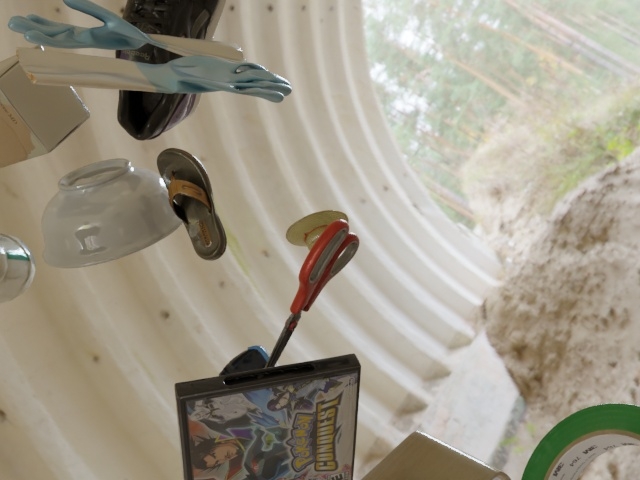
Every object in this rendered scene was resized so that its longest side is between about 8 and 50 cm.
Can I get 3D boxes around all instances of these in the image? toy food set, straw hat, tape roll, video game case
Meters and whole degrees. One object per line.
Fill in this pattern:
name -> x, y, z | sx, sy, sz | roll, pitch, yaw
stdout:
toy food set -> 0.198, 0.521, 1.491 | 0.306, 0.219, 0.092 | -35, -58, -29
straw hat -> 0.000, 0.000, 1.588 | 0.144, 0.061, 0.144 | -12, -29, -7
tape roll -> 0.450, 0.410, 1.124 | 0.077, 0.321, 0.321 | 29, -82, -35
video game case -> -0.071, 0.293, 1.060 | 0.248, 0.035, 0.275 | -7, -58, -14

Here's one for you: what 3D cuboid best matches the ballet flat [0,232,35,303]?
ballet flat -> -0.604, 0.079, 1.036 | 0.400, 0.139, 0.139 | -19, -20, -6

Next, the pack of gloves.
pack of gloves -> -0.145, -0.175, 0.657 | 0.232, 0.195, 0.046 | -1, -63, -31

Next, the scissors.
scissors -> -0.039, 0.100, 1.037 | 0.297, 0.021, 0.109 | -56, -23, 8

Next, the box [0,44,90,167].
box -> -0.563, -0.208, 1.286 | 0.148, 0.311, 0.121 | 58, -139, -28

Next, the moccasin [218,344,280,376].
moccasin -> -0.066, 0.353, 1.321 | 0.117, 0.342, 0.138 | -31, -23, 0

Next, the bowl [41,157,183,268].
bowl -> -0.417, -0.073, 1.461 | 0.298, 0.298, 0.134 | -41, -55, -47

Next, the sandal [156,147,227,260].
sandal -> -0.237, -0.065, 1.345 | 0.090, 0.219, 0.060 | -20, -3, 26

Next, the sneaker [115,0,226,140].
sneaker -> -0.174, -0.246, 0.851 | 0.124, 0.107, 0.283 | -67, -11, -59
